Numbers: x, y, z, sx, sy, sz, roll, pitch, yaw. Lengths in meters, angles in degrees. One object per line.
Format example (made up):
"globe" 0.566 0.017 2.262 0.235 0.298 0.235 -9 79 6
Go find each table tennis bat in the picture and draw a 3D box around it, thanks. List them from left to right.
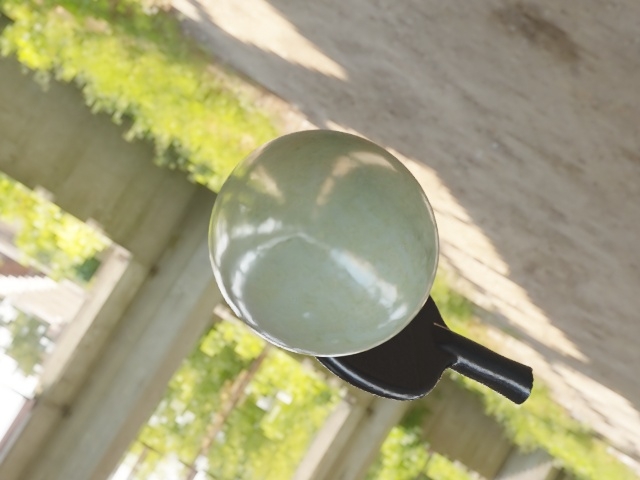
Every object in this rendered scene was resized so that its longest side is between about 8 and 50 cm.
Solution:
"table tennis bat" 0.062 0.062 0.995 0.236 0.027 0.150 28 -141 -27

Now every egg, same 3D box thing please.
"egg" 0.000 0.000 0.707 0.114 0.114 0.152 34 -178 -21
